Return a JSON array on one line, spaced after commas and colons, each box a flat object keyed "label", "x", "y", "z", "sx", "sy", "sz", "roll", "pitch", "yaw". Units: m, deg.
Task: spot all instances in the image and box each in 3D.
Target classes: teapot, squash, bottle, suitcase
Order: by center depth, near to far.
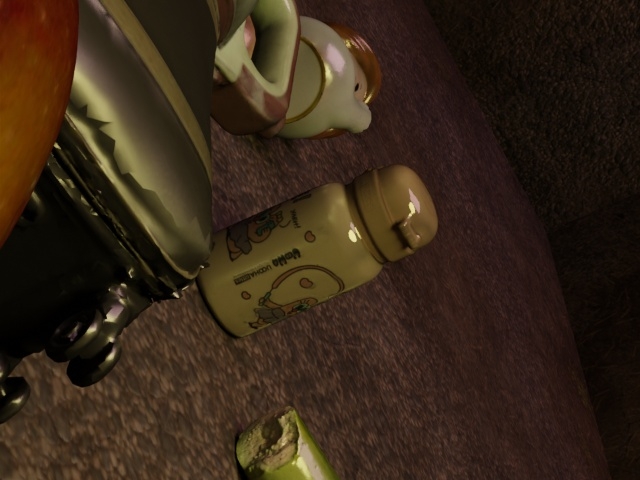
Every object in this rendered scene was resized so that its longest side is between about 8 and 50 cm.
[{"label": "suitcase", "x": -0.188, "y": -0.132, "z": 0.897, "sx": 0.283, "sy": 0.194, "sz": 0.434, "roll": 57, "pitch": 16, "yaw": -31}, {"label": "squash", "x": 0.014, "y": 0.254, "z": 1.242, "sx": 0.250, "sy": 0.083, "sz": 0.083, "roll": 57, "pitch": 16, "yaw": -20}, {"label": "teapot", "x": -0.117, "y": -0.249, "z": 1.266, "sx": 0.315, "sy": 0.233, "sz": 0.312, "roll": 42, "pitch": 37, "yaw": -41}, {"label": "bottle", "x": 0.000, "y": 0.000, "z": 1.316, "sx": 0.097, "sy": 0.209, "sz": 0.110, "roll": 57, "pitch": 16, "yaw": -33}]

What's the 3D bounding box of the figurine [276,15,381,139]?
[{"label": "figurine", "x": -0.017, "y": -0.189, "z": 1.711, "sx": 0.189, "sy": 0.142, "sz": 0.263, "roll": 43, "pitch": 13, "yaw": 4}]

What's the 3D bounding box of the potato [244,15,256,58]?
[{"label": "potato", "x": -0.111, "y": -0.195, "z": 1.453, "sx": 0.112, "sy": 0.112, "sz": 0.147, "roll": 51, "pitch": 16, "yaw": -45}]

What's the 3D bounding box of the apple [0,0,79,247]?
[{"label": "apple", "x": -0.222, "y": -0.077, "z": 0.505, "sx": 0.317, "sy": 0.288, "sz": 0.288, "roll": -81, "pitch": 146, "yaw": -87}]
